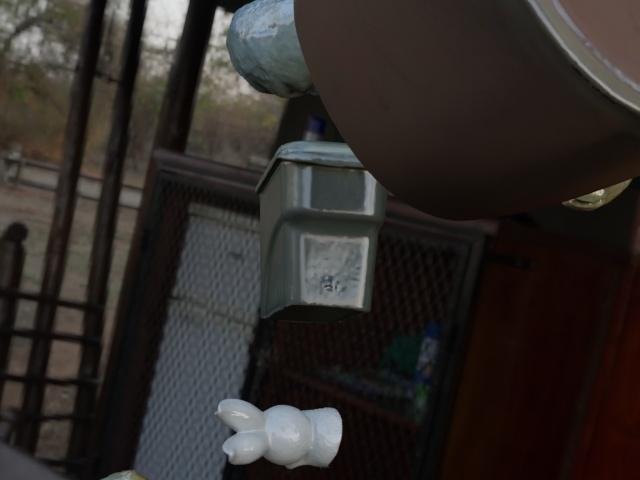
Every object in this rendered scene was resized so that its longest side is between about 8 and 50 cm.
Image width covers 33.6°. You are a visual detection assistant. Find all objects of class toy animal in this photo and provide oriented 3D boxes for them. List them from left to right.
[{"bbox_3d":[-0.087,0.316,1.724,0.221,0.103,0.131,10,-15,-28],"label":"toy animal"}]

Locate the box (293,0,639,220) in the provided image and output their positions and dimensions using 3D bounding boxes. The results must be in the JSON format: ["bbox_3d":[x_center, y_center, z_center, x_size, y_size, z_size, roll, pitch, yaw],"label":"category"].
[{"bbox_3d":[0.131,-0.162,0.688,0.301,0.301,0.216,12,-24,-30],"label":"box"}]

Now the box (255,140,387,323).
[{"bbox_3d":[0.000,0.000,1.229,0.138,0.178,0.274,3,-8,-9],"label":"box"}]

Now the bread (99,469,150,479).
[{"bbox_3d":[-0.187,0.365,1.015,0.279,0.225,0.250,40,-32,4],"label":"bread"}]

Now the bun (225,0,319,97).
[{"bbox_3d":[0.017,-0.353,1.826,0.354,0.194,0.354,-17,18,6],"label":"bun"}]

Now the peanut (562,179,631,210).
[{"bbox_3d":[0.464,-0.158,1.723,0.130,0.290,0.130,20,-38,17],"label":"peanut"}]
